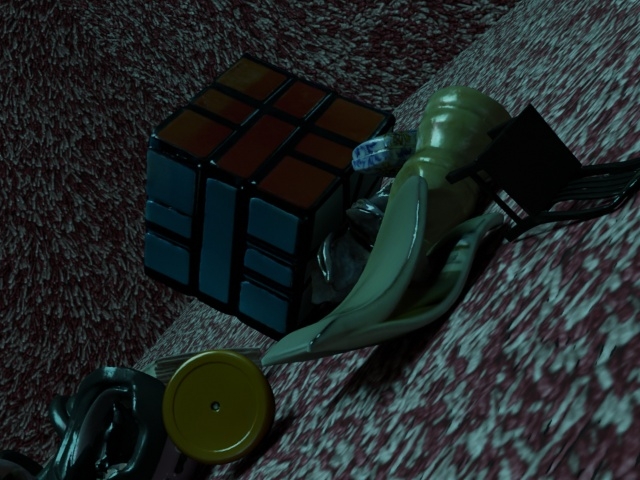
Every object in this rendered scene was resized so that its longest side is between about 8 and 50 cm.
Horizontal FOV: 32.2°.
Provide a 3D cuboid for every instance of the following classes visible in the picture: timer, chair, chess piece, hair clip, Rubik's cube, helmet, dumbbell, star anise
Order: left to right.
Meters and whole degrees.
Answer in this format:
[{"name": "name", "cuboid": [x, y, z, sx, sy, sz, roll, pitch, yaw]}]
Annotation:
[{"name": "dumbbell", "cuboid": [-0.430, 0.378, 1.858, 0.290, 0.192, 0.192, -45, 6, 2]}, {"name": "helmet", "cuboid": [-0.249, 0.275, 1.464, 0.253, 0.154, 0.198, -20, 50, 65]}, {"name": "timer", "cuboid": [-0.104, 0.204, 1.338, 0.132, 0.132, 0.152, -44, -17, 1]}, {"name": "Rubik's cube", "cuboid": [-0.084, -0.067, 1.688, 0.293, 0.283, 0.288, -46, -24, -44]}, {"name": "star anise", "cuboid": [0.070, -0.003, 1.526, 0.236, 0.093, 0.229, -41, -9, -7]}, {"name": "hair clip", "cuboid": [0.079, 0.047, 1.173, 0.282, 0.113, 0.172, -53, 8, -22]}, {"name": "chess piece", "cuboid": [0.133, -0.041, 1.387, 0.301, 0.137, 0.137, -61, 12, -22]}, {"name": "chair", "cuboid": [0.214, -0.072, 1.042, 0.084, 0.101, 0.212, -47, 6, -17]}]

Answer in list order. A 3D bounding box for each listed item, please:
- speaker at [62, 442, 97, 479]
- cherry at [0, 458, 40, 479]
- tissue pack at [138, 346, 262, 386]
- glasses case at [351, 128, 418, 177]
[{"name": "speaker", "cuboid": [-0.245, 0.358, 0.813, 0.388, 0.184, 0.180, -44, 6, 12]}, {"name": "cherry", "cuboid": [-0.358, 0.360, 1.057, 0.335, 0.291, 0.326, -62, -3, 24]}, {"name": "tissue pack", "cuboid": [-0.228, 0.238, 1.686, 0.170, 0.071, 0.325, 0, -19, -30]}, {"name": "glasses case", "cuboid": [0.147, -0.122, 1.543, 0.248, 0.065, 0.087, -5, -11, -45]}]
